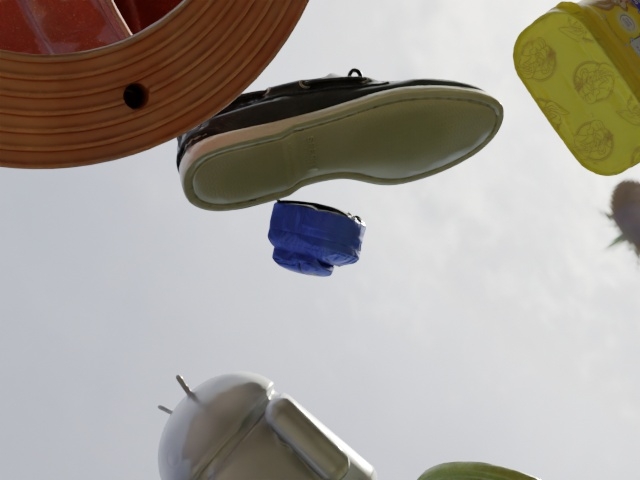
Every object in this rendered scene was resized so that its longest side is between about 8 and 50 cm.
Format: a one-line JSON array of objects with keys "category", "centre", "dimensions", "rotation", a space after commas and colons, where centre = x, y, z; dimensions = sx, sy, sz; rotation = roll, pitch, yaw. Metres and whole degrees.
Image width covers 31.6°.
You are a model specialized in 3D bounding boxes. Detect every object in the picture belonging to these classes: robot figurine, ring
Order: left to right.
[{"category": "ring", "centre": [-0.149, -0.205, 0.585], "dimensions": [0.337, 0.032, 0.336], "rotation": [-2, -84, -22]}, {"category": "robot figurine", "centre": [-0.068, 0.312, 1.483], "dimensions": [0.353, 0.300, 0.200], "rotation": [40, -136, 3]}]

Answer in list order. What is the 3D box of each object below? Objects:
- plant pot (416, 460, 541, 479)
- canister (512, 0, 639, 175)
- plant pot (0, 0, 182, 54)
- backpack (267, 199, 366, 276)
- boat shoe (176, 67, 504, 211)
[{"category": "plant pot", "centre": [0.143, 0.390, 1.034], "dimensions": [0.276, 0.276, 0.254], "rotation": [43, -124, -4]}, {"category": "canister", "centre": [0.237, -0.135, 0.846], "dimensions": [0.170, 0.073, 0.126], "rotation": [-32, -94, -40]}, {"category": "plant pot", "centre": [-0.267, -0.200, 0.965], "dimensions": [0.272, 0.265, 0.272], "rotation": [-19, -90, -77]}, {"category": "backpack", "centre": [0.000, 0.000, 1.571], "dimensions": [0.098, 0.120, 0.101], "rotation": [13, -96, -62]}, {"category": "boat shoe", "centre": [0.014, -0.120, 1.149], "dimensions": [0.340, 0.127, 0.113], "rotation": [-16, -132, -10]}]
